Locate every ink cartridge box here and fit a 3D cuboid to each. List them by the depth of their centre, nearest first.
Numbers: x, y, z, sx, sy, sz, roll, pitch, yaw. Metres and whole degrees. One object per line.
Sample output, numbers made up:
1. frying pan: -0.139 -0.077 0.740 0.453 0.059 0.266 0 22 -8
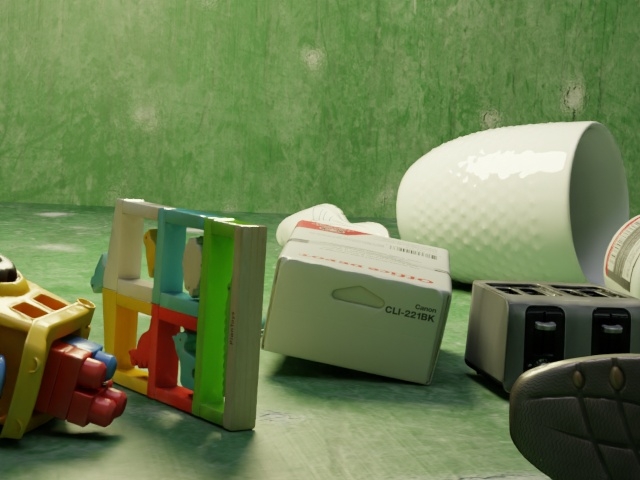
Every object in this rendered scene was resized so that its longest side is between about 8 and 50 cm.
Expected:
1. ink cartridge box: 0.047 0.066 1.749 0.197 0.114 0.273 12 9 3

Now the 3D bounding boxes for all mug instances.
1. mug: 0.329 -0.029 2.491 0.328 0.276 0.374 -1 -28 31

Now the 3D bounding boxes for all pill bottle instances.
1. pill bottle: 0.488 0.056 1.975 0.176 0.176 0.318 3 6 0

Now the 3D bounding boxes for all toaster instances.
1. toaster: 0.260 0.109 1.664 0.168 0.110 0.186 3 6 -11

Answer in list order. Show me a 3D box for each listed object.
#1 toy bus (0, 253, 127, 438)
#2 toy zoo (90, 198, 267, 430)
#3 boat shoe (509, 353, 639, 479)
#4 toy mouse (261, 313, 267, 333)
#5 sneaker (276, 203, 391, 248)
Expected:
1. toy bus: -0.280 0.110 1.301 0.211 0.149 0.220 21 12 11
2. toy zoo: -0.149 0.063 1.474 0.030 0.192 0.293 0 6 -36
3. boat shoe: 0.310 0.165 1.187 0.355 0.132 0.130 11 -5 -11
4. toy mouse: -0.035 0.109 1.864 0.143 0.031 0.161 3 6 -5
5. sneaker: 0.000 0.000 2.615 0.129 0.111 0.297 -7 10 -33
